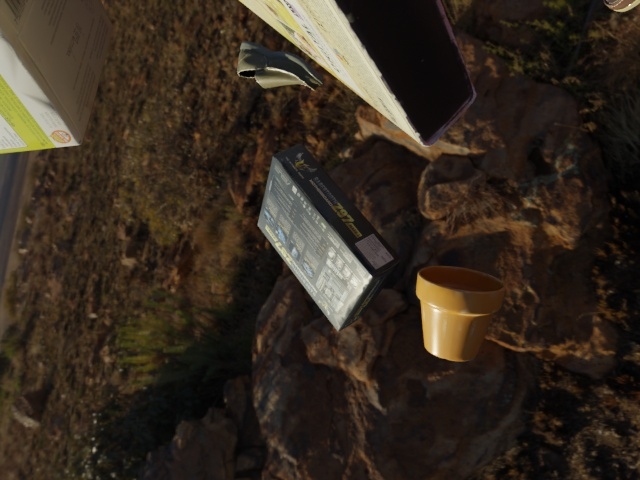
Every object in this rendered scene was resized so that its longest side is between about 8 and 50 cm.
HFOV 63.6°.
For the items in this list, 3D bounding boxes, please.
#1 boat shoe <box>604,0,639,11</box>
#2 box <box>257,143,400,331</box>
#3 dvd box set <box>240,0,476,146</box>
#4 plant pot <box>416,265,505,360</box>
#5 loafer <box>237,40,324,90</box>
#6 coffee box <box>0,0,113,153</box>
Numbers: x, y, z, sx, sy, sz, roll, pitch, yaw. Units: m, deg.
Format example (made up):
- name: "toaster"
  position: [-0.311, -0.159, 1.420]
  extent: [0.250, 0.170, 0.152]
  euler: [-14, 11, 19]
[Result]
- name: "boat shoe"
  position: [0.658, -0.617, 1.038]
  extent: [0.342, 0.123, 0.124]
  euler: [103, 160, -67]
- name: "box"
  position: [0.000, 0.000, 0.776]
  extent: [0.233, 0.059, 0.183]
  euler: [51, 149, 20]
- name: "dvd box set"
  position: [-0.080, -0.269, 0.392]
  extent: [0.062, 0.307, 0.420]
  euler: [-45, 53, 6]
- name: "plant pot"
  position: [0.328, 0.180, 1.255]
  extent: [0.205, 0.205, 0.188]
  euler: [24, 113, 54]
- name: "loafer"
  position: [-0.098, -0.386, 1.197]
  extent: [0.251, 0.094, 0.088]
  euler: [29, 96, 32]
- name: "coffee box"
  position: [-0.593, -0.374, 0.836]
  extent: [0.338, 0.333, 0.338]
  euler: [78, -173, -57]
